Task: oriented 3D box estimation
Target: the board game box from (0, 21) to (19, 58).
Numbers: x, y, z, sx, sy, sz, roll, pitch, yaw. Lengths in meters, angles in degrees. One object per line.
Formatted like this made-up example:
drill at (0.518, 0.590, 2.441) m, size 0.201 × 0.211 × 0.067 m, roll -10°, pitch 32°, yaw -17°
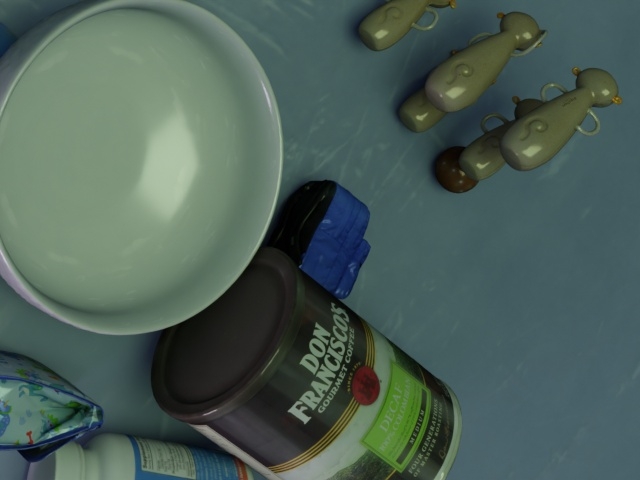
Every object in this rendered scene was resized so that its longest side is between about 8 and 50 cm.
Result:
board game box at (-0.367, -0.149, 1.812) m, size 0.169 × 0.033 × 0.133 m, roll -27°, pitch 109°, yaw -30°

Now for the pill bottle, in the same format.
pill bottle at (-0.191, 0.269, 1.903) m, size 0.221 × 0.124 × 0.124 m, roll 12°, pitch 92°, yaw -26°

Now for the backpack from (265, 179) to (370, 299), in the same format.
backpack at (0.000, 0.000, 1.975) m, size 0.101 × 0.098 × 0.120 m, roll 34°, pitch 70°, yaw -34°

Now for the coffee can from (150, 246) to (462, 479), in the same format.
coffee can at (-0.012, 0.162, 1.909) m, size 0.275 × 0.201 × 0.201 m, roll 39°, pitch 80°, yaw -34°

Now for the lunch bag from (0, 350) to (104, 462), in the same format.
lunch bag at (-0.308, 0.162, 1.829) m, size 0.151 × 0.129 × 0.096 m, roll 2°, pitch 101°, yaw -28°

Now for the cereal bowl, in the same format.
cereal bowl at (-0.210, -0.081, 1.823) m, size 0.339 × 0.141 × 0.339 m, roll -7°, pitch 102°, yaw -34°

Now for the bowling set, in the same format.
bowling set at (0.179, -0.161, 2.019) m, size 0.154 × 0.200 × 0.287 m, roll -39°, pitch 69°, yaw -21°
